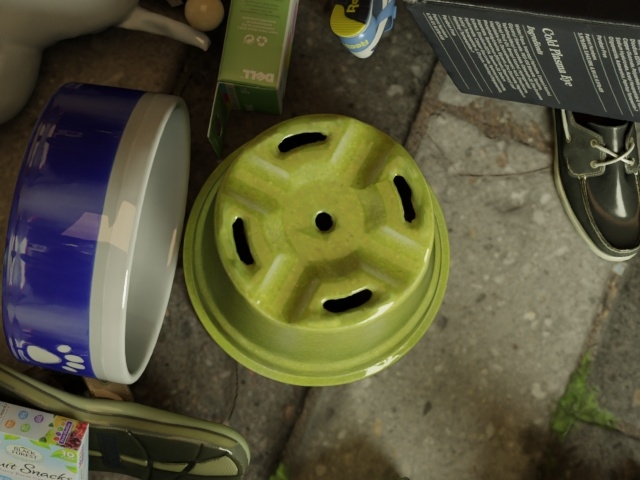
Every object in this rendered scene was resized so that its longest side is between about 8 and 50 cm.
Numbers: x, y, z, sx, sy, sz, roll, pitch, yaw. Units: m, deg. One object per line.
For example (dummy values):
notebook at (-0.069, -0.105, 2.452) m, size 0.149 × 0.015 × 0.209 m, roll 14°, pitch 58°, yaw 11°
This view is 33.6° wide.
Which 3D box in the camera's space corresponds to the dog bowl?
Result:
dog bowl at (-0.196, -0.008, 0.964) m, size 0.104 × 0.265 × 0.264 m, roll 9°, pitch 83°, yaw 1°

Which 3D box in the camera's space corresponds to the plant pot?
plant pot at (0.000, 0.000, 0.973) m, size 0.276 × 0.254 × 0.275 m, roll 0°, pitch 84°, yaw -2°

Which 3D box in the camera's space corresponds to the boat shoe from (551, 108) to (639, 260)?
boat shoe at (0.285, -0.094, 1.081) m, size 0.084 × 0.079 × 0.233 m, roll -9°, pitch 85°, yaw -4°

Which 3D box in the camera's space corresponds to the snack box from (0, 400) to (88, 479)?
snack box at (-0.273, 0.213, 1.002) m, size 0.100 × 0.141 × 0.037 m, roll 13°, pitch 45°, yaw -1°

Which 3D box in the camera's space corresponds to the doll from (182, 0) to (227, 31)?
doll at (-0.130, -0.268, 1.044) m, size 0.046 × 0.129 × 0.189 m, roll -30°, pitch 47°, yaw 13°

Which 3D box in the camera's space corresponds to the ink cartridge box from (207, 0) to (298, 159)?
ink cartridge box at (-0.062, -0.189, 1.067) m, size 0.062 × 0.109 × 0.209 m, roll 9°, pitch 83°, yaw 0°

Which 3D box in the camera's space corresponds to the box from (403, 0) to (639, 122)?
box at (0.298, -0.297, 0.975) m, size 0.313 × 0.179 × 0.343 m, roll 16°, pitch 75°, yaw 32°

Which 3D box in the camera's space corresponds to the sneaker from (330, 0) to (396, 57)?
sneaker at (0.054, -0.255, 1.110) m, size 0.053 × 0.059 × 0.144 m, roll 11°, pitch 64°, yaw 31°

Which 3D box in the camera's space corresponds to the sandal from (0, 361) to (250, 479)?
sandal at (-0.212, 0.166, 1.033) m, size 0.303 × 0.120 × 0.086 m, roll 16°, pitch 49°, yaw 0°

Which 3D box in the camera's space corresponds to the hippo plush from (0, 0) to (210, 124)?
hippo plush at (-0.317, -0.237, 1.049) m, size 0.236 × 0.234 × 0.294 m, roll -46°, pitch 129°, yaw 11°

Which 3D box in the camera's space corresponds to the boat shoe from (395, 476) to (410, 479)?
boat shoe at (0.088, 0.391, 0.999) m, size 0.103 × 0.118 × 0.320 m, roll -15°, pitch 80°, yaw -2°
